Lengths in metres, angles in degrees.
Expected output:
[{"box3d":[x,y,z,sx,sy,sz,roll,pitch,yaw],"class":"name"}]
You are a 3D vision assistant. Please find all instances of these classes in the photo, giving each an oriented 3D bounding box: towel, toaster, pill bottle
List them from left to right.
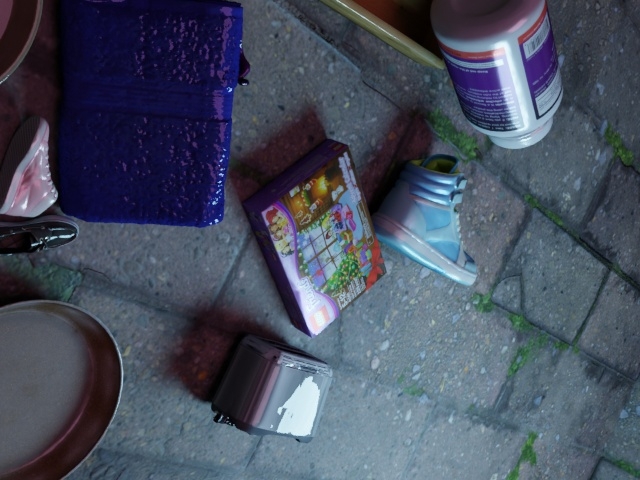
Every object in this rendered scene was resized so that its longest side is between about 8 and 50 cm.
[{"box3d":[-0.227,-0.173,1.112,0.228,0.076,0.308,3,109,-11],"class":"towel"},{"box3d":[-0.083,0.252,1.442,0.227,0.129,0.146,23,88,-44],"class":"toaster"},{"box3d":[0.309,-0.301,1.426,0.181,0.181,0.323,-52,144,-13],"class":"pill bottle"}]

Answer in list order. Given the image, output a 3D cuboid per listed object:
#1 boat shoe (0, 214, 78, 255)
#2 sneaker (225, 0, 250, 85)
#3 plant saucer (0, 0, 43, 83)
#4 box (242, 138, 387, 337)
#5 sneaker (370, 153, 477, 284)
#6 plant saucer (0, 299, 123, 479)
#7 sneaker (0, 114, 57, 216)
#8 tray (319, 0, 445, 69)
[{"box3d":[-0.380,-0.001,1.097,0.142,0.040,0.049,-6,127,-40],"class":"boat shoe"},{"box3d":[-0.142,-0.321,1.144,0.083,0.098,0.223,-35,129,-28],"class":"sneaker"},{"box3d":[-0.443,-0.281,0.918,0.278,0.041,0.277,-20,121,-38],"class":"plant saucer"},{"box3d":[0.000,0.000,1.454,0.201,0.057,0.293,-39,131,-24],"class":"box"},{"box3d":[0.242,-0.044,1.619,0.319,0.127,0.208,29,89,-47],"class":"sneaker"},{"box3d":[-0.421,0.219,1.157,0.311,0.050,0.310,-19,120,-36],"class":"plant saucer"},{"box3d":[-0.364,-0.090,1.073,0.070,0.051,0.134,18,98,-48],"class":"sneaker"},{"box3d":[0.094,-0.445,1.335,0.411,0.076,0.202,18,96,-46],"class":"tray"}]
